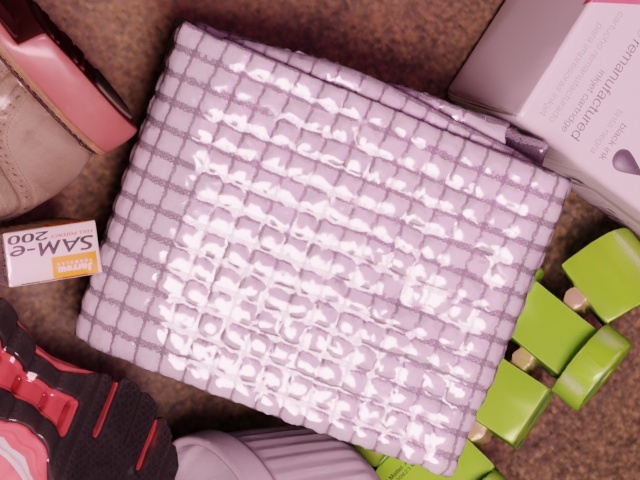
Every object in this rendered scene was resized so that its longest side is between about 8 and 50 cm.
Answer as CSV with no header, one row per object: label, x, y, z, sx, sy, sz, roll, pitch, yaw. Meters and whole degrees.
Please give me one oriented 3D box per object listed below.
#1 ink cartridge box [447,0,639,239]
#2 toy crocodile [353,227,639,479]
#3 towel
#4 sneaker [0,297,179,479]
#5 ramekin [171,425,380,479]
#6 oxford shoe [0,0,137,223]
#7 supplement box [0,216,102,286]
ink cartridge box,0.269,-0.110,1.412,0.283,0.117,0.207,33,89,-26
toy crocodile,0.126,0.124,1.425,0.115,0.105,0.340,39,86,15
towel,0.000,0.000,1.299,0.284,0.121,0.235,19,94,-8
sneaker,-0.214,0.118,1.267,0.314,0.136,0.116,49,51,-31
ramekin,-0.026,0.224,1.328,0.109,0.207,0.207,-12,108,-30
oxford shoe,-0.270,-0.144,1.172,0.130,0.123,0.348,-43,112,4
supplement box,-0.186,0.006,1.253,0.062,0.098,0.036,-9,96,-23
